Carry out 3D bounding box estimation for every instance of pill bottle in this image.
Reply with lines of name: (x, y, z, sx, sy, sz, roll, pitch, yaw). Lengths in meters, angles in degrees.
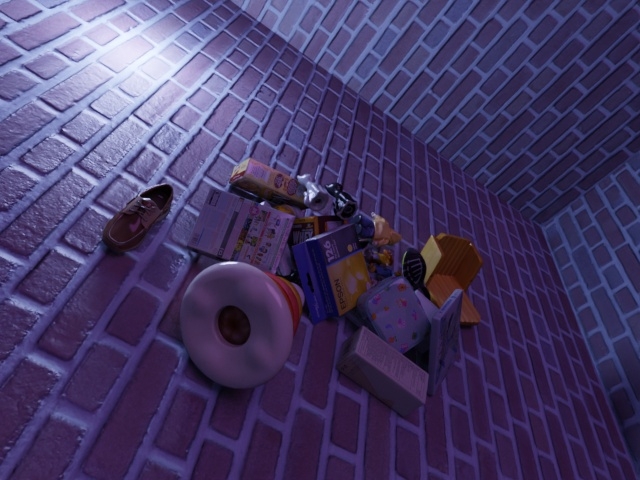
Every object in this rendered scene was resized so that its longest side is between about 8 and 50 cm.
pill bottle: (-0.165, -0.079, 1.893, 0.118, 0.118, 0.208, 52, 37, 14)

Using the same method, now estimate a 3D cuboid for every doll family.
doll family: (0.274, 0.122, 2.086, 0.163, 0.118, 0.263, 21, 35, -32)

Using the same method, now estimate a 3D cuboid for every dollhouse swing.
dollhouse swing: (0.663, 0.187, 2.282, 0.346, 0.315, 0.305, 10, 25, -38)

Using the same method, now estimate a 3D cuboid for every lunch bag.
lunch bag: (0.272, 0.284, 1.817, 0.223, 0.108, 0.279, -31, 99, -14)

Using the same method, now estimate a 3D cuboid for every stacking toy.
stacking toy: (-0.161, 0.215, 1.480, 0.351, 0.350, 0.479, 50, 20, 11)

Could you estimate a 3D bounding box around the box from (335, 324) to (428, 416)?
box: (0.222, 0.461, 1.688, 0.311, 0.121, 0.148, 38, 35, -6)

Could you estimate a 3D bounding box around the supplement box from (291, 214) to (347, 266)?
supplement box: (0.000, 0.000, 1.886, 0.194, 0.129, 0.192, -5, 91, -47)

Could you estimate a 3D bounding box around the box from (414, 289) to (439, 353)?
box: (0.415, 0.339, 2.007, 0.181, 0.119, 0.182, 42, 35, -1)

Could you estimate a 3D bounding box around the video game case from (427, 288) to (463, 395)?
video game case: (0.496, 0.396, 1.896, 0.036, 0.330, 0.300, 10, 21, 30)

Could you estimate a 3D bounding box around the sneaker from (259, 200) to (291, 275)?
sneaker: (-0.213, 0.016, 1.747, 0.282, 0.160, 0.102, 69, 16, 11)

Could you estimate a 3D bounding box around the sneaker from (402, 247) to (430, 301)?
sneaker: (0.408, 0.156, 2.126, 0.110, 0.300, 0.121, -15, 29, -4)

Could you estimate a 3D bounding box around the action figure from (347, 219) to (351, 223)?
action figure: (0.133, -0.096, 2.280, 0.115, 0.030, 0.038, 3, 55, -40)

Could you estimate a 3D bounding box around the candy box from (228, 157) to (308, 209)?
candy box: (-0.192, -0.220, 1.953, 0.316, 0.182, 0.088, 23, 77, -26)

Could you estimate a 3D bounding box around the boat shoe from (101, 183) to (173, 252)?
boat shoe: (-0.569, -0.086, 1.510, 0.123, 0.116, 0.325, 34, 36, -11)

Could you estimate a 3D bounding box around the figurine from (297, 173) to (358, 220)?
figurine: (0.018, -0.185, 1.875, 0.214, 0.092, 0.210, 15, 29, -27)

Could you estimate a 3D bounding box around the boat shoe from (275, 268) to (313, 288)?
boat shoe: (-0.073, 0.137, 1.787, 0.228, 0.076, 0.080, 12, 45, -36)

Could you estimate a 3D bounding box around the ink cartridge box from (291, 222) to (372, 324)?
ink cartridge box: (0.056, 0.118, 1.787, 0.307, 0.072, 0.304, -25, 103, -47)

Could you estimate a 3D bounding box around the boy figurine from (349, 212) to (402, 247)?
boy figurine: (0.272, -0.047, 2.295, 0.285, 0.092, 0.178, 14, 62, -36)

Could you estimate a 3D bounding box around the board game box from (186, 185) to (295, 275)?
board game box: (-0.263, -0.023, 1.613, 0.303, 0.097, 0.224, 20, 72, -4)

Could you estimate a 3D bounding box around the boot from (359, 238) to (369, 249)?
boot: (0.101, -0.012, 2.087, 0.197, 0.077, 0.137, -9, 53, -29)

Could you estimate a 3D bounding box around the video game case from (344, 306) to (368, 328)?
video game case: (0.139, 0.233, 1.934, 0.206, 0.026, 0.227, 40, 35, -3)
